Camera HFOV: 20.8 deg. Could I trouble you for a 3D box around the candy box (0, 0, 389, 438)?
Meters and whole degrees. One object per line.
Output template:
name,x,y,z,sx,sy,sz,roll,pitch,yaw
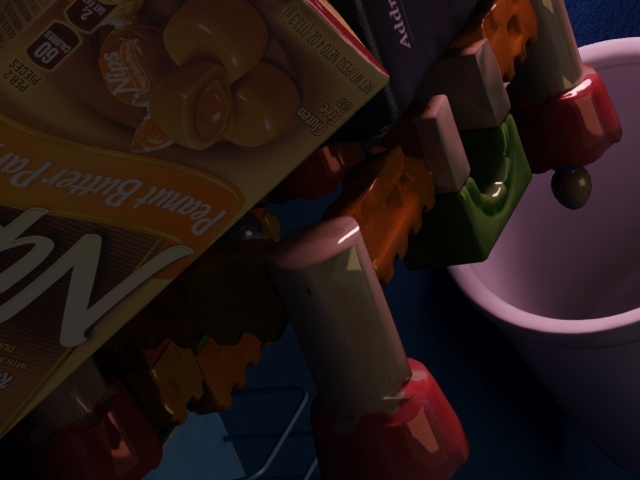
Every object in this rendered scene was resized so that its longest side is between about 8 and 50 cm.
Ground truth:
candy box,-0.141,-0.040,0.873,0.183,0.316,0.087,38,12,-47

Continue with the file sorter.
file sorter,-0.042,0.203,1.240,0.118,0.104,0.170,-56,132,-50

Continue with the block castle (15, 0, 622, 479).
block castle,0.000,0.000,1.156,0.453,0.303,0.212,-56,133,-50

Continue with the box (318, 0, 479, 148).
box,-0.070,-0.364,1.114,0.471,0.297,0.479,-57,133,-52

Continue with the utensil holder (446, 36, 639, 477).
utensil holder,0.336,0.037,1.761,0.385,0.328,0.327,50,42,-50

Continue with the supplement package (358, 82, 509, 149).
supplement package,0.068,-0.220,1.494,0.194,0.149,0.203,45,47,-49
